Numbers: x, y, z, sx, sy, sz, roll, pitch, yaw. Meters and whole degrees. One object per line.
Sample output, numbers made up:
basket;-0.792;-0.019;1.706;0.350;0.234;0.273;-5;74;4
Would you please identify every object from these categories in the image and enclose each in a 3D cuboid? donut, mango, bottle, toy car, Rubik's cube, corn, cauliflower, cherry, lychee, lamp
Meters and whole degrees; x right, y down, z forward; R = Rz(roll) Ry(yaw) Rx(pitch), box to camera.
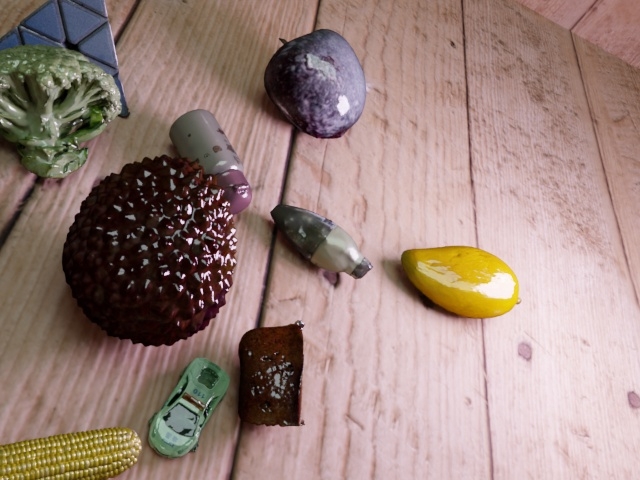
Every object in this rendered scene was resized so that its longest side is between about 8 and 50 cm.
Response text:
donut;-0.083;0.231;1.247;0.126;0.144;0.187;0;79;-7
mango;0.331;0.090;1.629;0.316;0.119;0.177;15;56;-15
bottle;-0.225;-0.159;1.487;0.109;0.110;0.233;-15;65;-39
toy car;-0.215;0.277;1.174;0.093;0.058;0.186;35;44;-5
Rubik's cube;-0.517;-0.425;1.500;0.233;0.228;0.229;34;74;-60
corn;-0.385;0.322;1.013;0.248;0.081;0.081;-2;57;-33
cauliflower;-0.520;-0.240;1.327;0.272;0.274;0.251;-45;125;-74
cherry;-0.011;-0.394;1.740;0.255;0.218;0.296;-33;90;-48
lychee;-0.277;0.022;1.181;0.306;0.330;0.306;31;14;-9
lamp;0.000;0.000;1.506;0.250;0.101;0.101;36;44;4
